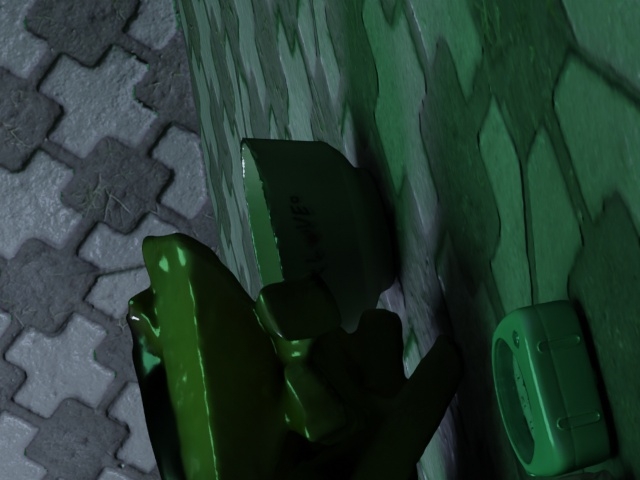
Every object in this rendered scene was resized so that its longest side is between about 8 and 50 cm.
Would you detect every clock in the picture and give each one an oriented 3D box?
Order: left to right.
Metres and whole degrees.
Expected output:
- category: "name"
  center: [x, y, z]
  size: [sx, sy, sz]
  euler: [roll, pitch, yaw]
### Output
- category: "clock"
  center: [0.136, 0.094, 1.063]
  size: [0.135, 0.041, 0.101]
  euler: [118, 139, -79]

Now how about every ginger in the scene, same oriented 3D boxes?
- category: "ginger"
  center: [0.026, 0.177, 1.319]
  size: [0.413, 0.211, 0.358]
  euler: [40, -151, -32]

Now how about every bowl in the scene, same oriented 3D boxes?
- category: "bowl"
  center: [0.000, 0.000, 1.590]
  size: [0.211, 0.112, 0.211]
  euler: [168, 90, -81]

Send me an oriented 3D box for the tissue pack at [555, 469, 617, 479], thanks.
- category: "tissue pack"
  center: [0.085, 0.244, 1.075]
  size: [0.271, 0.201, 0.124]
  euler: [102, 145, -71]
